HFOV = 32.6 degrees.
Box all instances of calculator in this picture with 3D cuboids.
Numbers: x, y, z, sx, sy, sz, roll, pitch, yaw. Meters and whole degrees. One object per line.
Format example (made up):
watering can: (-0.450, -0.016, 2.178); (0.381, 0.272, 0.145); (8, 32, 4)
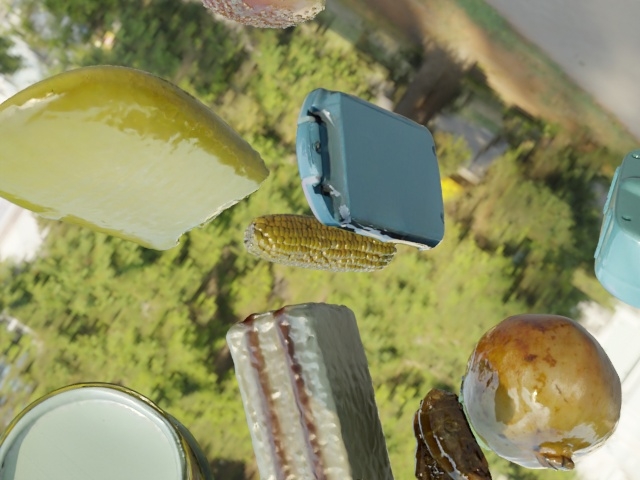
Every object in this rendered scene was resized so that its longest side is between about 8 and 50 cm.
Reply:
calculator: (0.069, -0.083, 1.317); (0.051, 0.173, 0.293); (-15, 164, 34)

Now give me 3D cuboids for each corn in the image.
corn: (-0.001, 0.004, 1.924); (0.313, 0.102, 0.102); (5, -160, -31)

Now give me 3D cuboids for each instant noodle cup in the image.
instant noodle cup: (-0.166, 0.189, 0.813); (0.182, 0.182, 0.144); (35, 160, 8)

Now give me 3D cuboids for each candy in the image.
candy: (-0.004, 0.240, 1.437); (0.179, 0.135, 0.321); (21, -128, -66)

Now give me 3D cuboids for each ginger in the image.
ginger: (0.162, 0.283, 1.442); (0.073, 0.103, 0.162); (-9, -117, -28)

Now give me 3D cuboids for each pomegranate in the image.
pomegranate: (0.322, 0.223, 1.586); (0.248, 0.248, 0.248); (34, -176, -3)

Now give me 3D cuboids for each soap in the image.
soap: (-0.282, -0.114, 1.508); (0.427, 0.306, 0.115); (30, -138, -58)

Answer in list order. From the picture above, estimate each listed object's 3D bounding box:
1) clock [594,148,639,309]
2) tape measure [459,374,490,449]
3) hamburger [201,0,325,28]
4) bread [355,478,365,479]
clock: (0.427, 0.006, 1.126); (0.274, 0.094, 0.223); (14, -147, 10)
tape measure: (0.309, 0.293, 1.925); (0.154, 0.087, 0.177); (-14, -102, -44)
hamburger: (-0.091, -0.418, 1.773); (0.236, 0.147, 0.237); (-1, -169, 0)
bread: (0.019, 0.319, 1.080); (0.069, 0.140, 0.128); (36, -154, -9)
